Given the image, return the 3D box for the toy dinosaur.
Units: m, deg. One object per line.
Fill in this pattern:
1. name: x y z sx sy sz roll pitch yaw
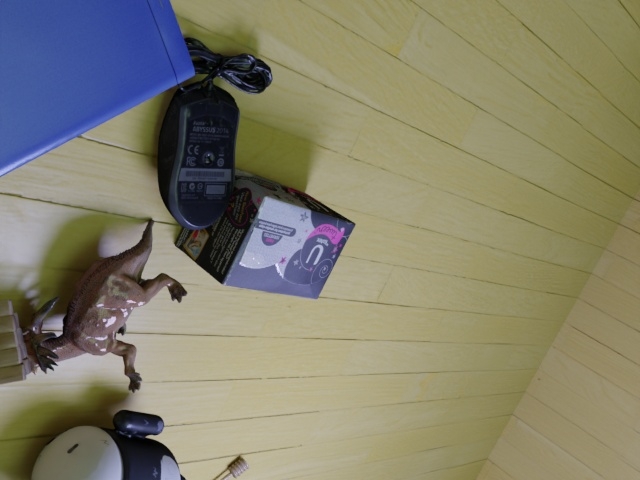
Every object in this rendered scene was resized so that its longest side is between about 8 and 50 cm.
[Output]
1. toy dinosaur: -0.328 0.095 1.094 0.200 0.127 0.295 32 86 -47

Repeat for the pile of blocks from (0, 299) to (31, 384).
1. pile of blocks: -0.539 0.199 0.964 0.362 0.149 0.112 -35 -177 -13

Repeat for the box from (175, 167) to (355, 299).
1. box: -0.085 -0.010 1.266 0.247 0.142 0.163 15 106 -53

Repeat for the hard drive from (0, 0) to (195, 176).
1. hard drive: -0.318 -0.227 0.890 0.319 0.040 0.210 -35 127 -26

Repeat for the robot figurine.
1. robot figurine: -0.351 0.406 1.261 0.174 0.209 0.278 -19 151 21

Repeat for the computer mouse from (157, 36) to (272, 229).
1. computer mouse: -0.178 -0.153 1.122 0.189 0.072 0.272 3 102 -47

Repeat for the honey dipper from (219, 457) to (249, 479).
1. honey dipper: -0.226 0.526 1.614 0.161 0.030 0.030 -32 137 -23
